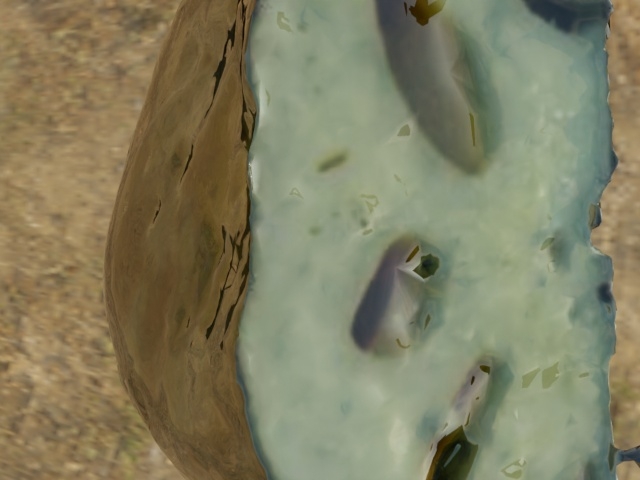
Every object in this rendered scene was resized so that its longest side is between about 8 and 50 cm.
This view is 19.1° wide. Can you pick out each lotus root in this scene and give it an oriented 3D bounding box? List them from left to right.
[{"bbox_3d":[-0.004,-0.013,0.705,0.149,0.260,0.267,-5,98,-18],"label":"lotus root"}]
